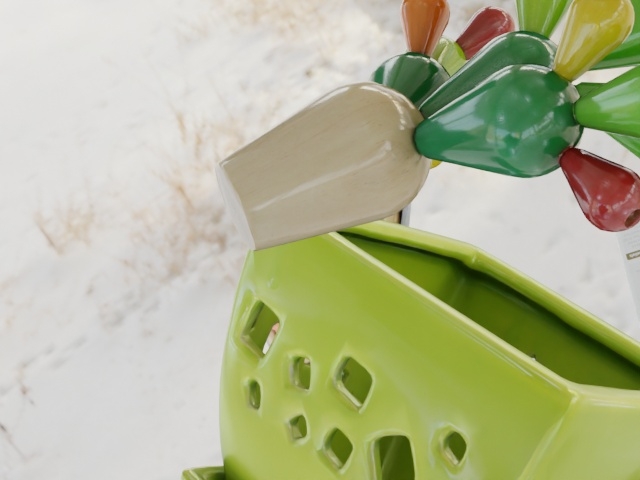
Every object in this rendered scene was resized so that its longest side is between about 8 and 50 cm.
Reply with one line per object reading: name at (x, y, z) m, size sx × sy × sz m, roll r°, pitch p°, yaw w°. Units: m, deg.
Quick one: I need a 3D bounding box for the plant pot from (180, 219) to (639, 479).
plant pot at (0.068, 0.125, 0.751) m, size 0.227 × 0.228 × 0.207 m, roll 33°, pitch 104°, yaw 37°

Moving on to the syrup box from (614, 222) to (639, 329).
syrup box at (0.424, 0.047, 1.545) m, size 0.096 × 0.093 × 0.237 m, roll -19°, pitch 76°, yaw 33°

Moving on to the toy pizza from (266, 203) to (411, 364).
toy pizza at (0.000, 0.000, 0.992) m, size 0.201 × 0.032 × 0.201 m, roll -38°, pitch 42°, yaw 45°

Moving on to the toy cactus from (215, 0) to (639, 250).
toy cactus at (0.052, -0.040, 0.475) m, size 0.180 × 0.112 × 0.219 m, roll -24°, pitch 27°, yaw -12°
